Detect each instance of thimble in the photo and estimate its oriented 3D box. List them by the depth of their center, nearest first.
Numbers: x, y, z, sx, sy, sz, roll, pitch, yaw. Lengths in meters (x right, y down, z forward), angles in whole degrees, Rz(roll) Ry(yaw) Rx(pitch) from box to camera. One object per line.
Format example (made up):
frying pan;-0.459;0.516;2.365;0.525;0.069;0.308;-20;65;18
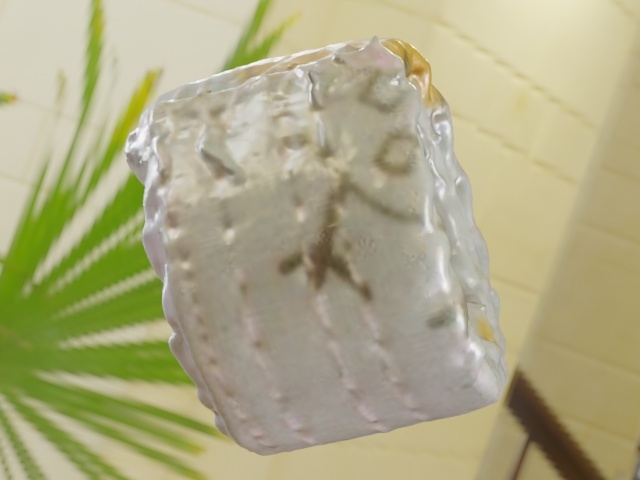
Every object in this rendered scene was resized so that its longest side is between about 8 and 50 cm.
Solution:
thimble;0.000;0.002;0.729;0.117;0.151;0.127;-15;-4;14
